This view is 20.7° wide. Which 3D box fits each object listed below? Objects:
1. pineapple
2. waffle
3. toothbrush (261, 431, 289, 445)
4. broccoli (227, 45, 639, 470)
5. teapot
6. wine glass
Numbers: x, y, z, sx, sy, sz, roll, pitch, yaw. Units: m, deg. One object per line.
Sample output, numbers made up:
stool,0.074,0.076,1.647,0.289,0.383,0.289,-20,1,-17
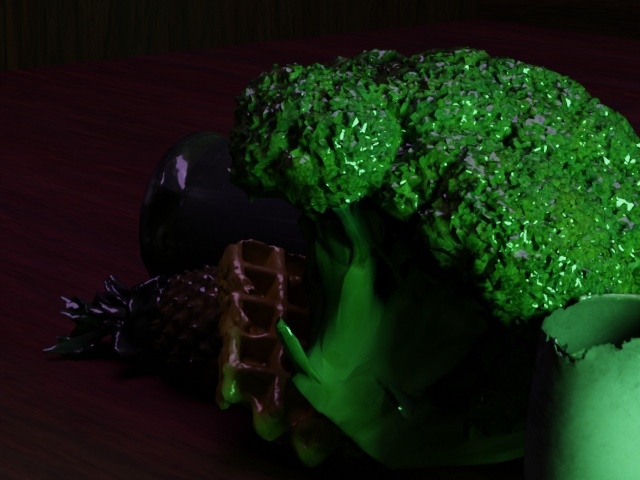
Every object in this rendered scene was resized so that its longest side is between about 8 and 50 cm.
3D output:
pineapple,-0.137,0.077,1.603,0.251,0.125,0.125,-1,10,39
waffle,-0.010,0.098,1.427,0.160,0.055,0.211,16,39,-13
toothbrush,0.064,0.132,1.525,0.307,0.025,0.029,-14,28,-43
broccoli,0.103,0.006,1.318,0.413,0.310,0.321,40,35,-16
teapot,0.000,0.000,1.753,0.337,0.200,0.270,8,-10,33
wine glass,0.187,0.144,1.129,0.111,0.204,0.111,-3,18,1
